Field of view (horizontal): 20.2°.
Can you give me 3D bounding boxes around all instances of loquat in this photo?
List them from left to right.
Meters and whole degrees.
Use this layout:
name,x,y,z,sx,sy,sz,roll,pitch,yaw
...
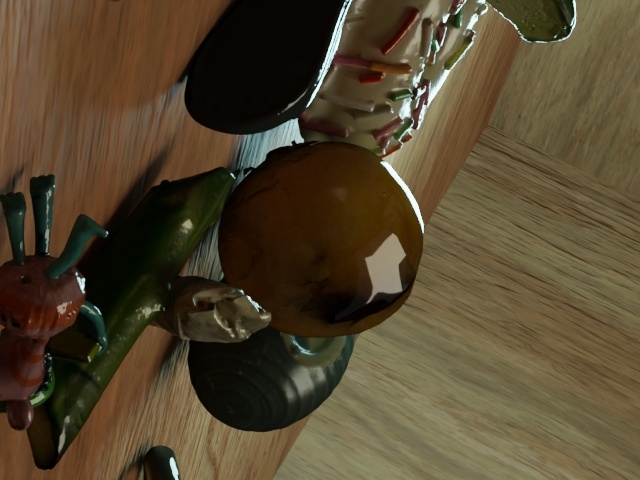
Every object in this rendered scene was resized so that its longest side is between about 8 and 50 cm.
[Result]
name,x,y,z,sx,sy,sz,roll,pitch,yaw
loquat,0.000,0.000,1.997,0.235,0.235,0.235,-61,172,-15

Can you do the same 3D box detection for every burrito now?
name,x,y,z,sx,sy,sz,roll,pitch,yaw
burrito,-0.123,0.061,1.666,0.275,0.082,0.059,7,-101,70

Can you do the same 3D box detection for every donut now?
name,x,y,z,sx,sy,sz,roll,pitch,yaw
donut,0.097,-0.263,2.073,0.382,0.142,0.382,-61,171,-17

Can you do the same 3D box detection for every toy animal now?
name,x,y,z,sx,sy,sz,roll,pitch,yaw
toy animal,-0.203,0.050,1.321,0.100,0.103,0.208,-117,-147,-42

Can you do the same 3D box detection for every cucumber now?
name,x,y,z,sx,sy,sz,roll,pitch,yaw
cucumber,0.188,-0.321,1.876,0.325,0.145,0.105,40,68,-46

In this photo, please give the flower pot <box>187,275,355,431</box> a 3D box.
name,x,y,z,sx,sy,sz,roll,pitch,yaw
flower pot,-0.056,0.119,2.152,0.157,0.189,0.243,-29,-157,42

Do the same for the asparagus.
name,x,y,z,sx,sy,sz,roll,pitch,yaw
asparagus,-0.173,0.045,1.564,0.343,0.085,0.082,-60,174,-29

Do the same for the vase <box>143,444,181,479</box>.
name,x,y,z,sx,sy,sz,roll,pitch,yaw
vase,-0.202,0.423,2.263,0.302,0.241,0.329,162,-71,-84

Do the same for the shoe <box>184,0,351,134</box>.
name,x,y,z,sx,sy,sz,roll,pitch,yaw
shoe,-0.035,-0.176,1.630,0.093,0.108,0.241,96,19,-60
